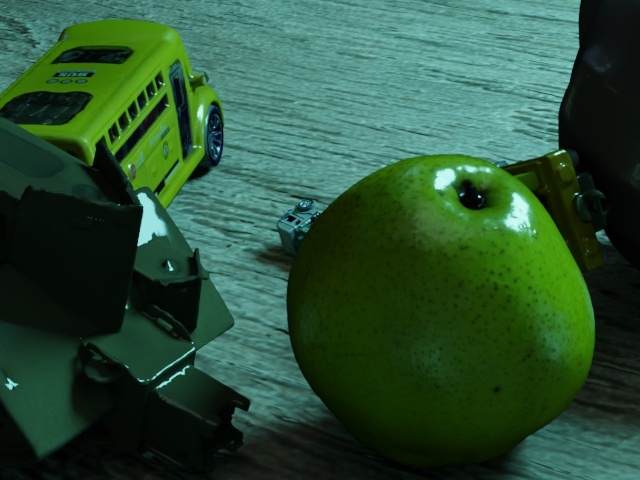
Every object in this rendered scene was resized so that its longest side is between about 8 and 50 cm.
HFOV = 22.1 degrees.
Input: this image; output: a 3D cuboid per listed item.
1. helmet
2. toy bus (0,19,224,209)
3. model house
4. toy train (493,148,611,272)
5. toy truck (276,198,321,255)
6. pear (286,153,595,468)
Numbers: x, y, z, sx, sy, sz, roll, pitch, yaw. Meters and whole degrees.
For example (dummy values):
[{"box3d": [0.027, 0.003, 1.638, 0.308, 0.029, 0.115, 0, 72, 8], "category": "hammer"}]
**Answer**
[{"box3d": [0.291, -0.070, 1.168, 0.338, 0.271, 0.197, 29, 47, 21], "category": "helmet"}, {"box3d": [-0.186, -0.088, 1.385, 0.145, 0.151, 0.331, 0, 26, 13], "category": "toy bus"}, {"box3d": [-0.150, 0.051, 1.063, 0.243, 0.204, 0.211, 29, 36, 22], "category": "model house"}, {"box3d": [0.119, -0.005, 1.175, 0.127, 0.089, 0.219, -22, 5, -30], "category": "toy train"}, {"box3d": [0.000, 0.000, 1.311, 0.044, 0.039, 0.083, -35, 39, -27], "category": "toy truck"}, {"box3d": [0.072, 0.048, 1.022, 0.198, 0.198, 0.198, -2, 25, 1], "category": "pear"}]
